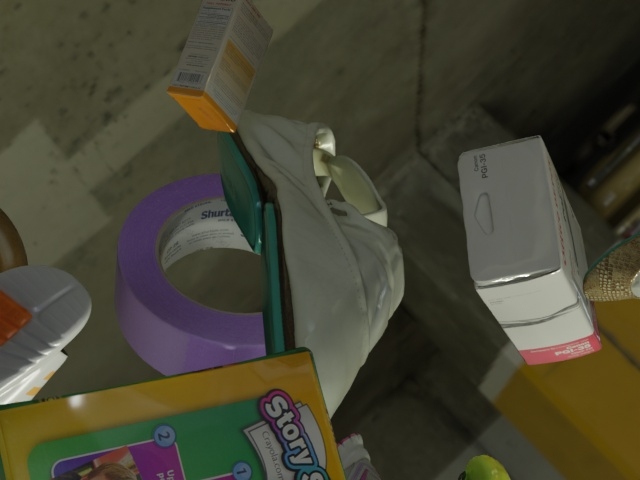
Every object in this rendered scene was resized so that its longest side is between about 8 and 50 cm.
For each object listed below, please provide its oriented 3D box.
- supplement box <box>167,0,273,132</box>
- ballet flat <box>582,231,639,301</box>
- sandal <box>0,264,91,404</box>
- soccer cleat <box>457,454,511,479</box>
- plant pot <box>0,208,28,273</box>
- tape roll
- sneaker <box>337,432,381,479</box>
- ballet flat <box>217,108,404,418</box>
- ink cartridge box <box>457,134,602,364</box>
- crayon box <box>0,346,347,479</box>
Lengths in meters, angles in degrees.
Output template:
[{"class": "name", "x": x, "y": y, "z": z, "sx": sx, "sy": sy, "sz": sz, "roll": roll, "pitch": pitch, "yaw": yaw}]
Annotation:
[{"class": "supplement box", "x": -0.080, "y": -0.145, "z": 0.921, "sx": 0.062, "sy": 0.036, "sz": 0.098, "roll": 47, "pitch": 58, "yaw": -58}, {"class": "ballet flat", "x": 0.347, "y": 0.010, "z": 1.079, "sx": 0.206, "sy": 0.067, "sz": 0.073, "roll": -34, "pitch": 136, "yaw": 9}, {"class": "sandal", "x": -0.310, "y": 0.127, "z": 1.008, "sx": 0.265, "sy": 0.102, "sz": 0.076, "roll": -41, "pitch": 152, "yaw": -8}, {"class": "soccer cleat", "x": 0.256, "y": 0.398, "z": 1.471, "sx": 0.121, "sy": 0.289, "sz": 0.093, "roll": -20, "pitch": -168, "yaw": -18}, {"class": "plant pot", "x": -0.504, "y": 0.041, "z": 1.504, "sx": 0.236, "sy": 0.236, "sz": 0.032, "roll": -46, "pitch": -178, "yaw": 8}, {"class": "tape roll", "x": -0.101, "y": 0.045, "z": 1.338, "sx": 0.274, "sy": 0.275, "sz": 0.090, "roll": -33, "pitch": 151, "yaw": -37}, {"class": "sneaker", "x": 0.007, "y": 0.311, "z": 1.282, "sx": 0.252, "sy": 0.111, "sz": 0.103, "roll": -25, "pitch": 157, "yaw": -53}, {"class": "ballet flat", "x": 0.000, "y": 0.000, "z": 0.934, "sx": 0.139, "sy": 0.139, "sz": 0.400, "roll": -48, "pitch": -151, "yaw": 18}, {"class": "ink cartridge box", "x": 0.288, "y": 0.021, "z": 1.555, "sx": 0.117, "sy": 0.207, "sz": 0.283, "roll": -13, "pitch": 150, "yaw": 18}, {"class": "crayon box", "x": -0.055, "y": 0.204, "z": 0.550, "sx": 0.165, "sy": 0.279, "sz": 0.081, "roll": -8, "pitch": 162, "yaw": -26}]
